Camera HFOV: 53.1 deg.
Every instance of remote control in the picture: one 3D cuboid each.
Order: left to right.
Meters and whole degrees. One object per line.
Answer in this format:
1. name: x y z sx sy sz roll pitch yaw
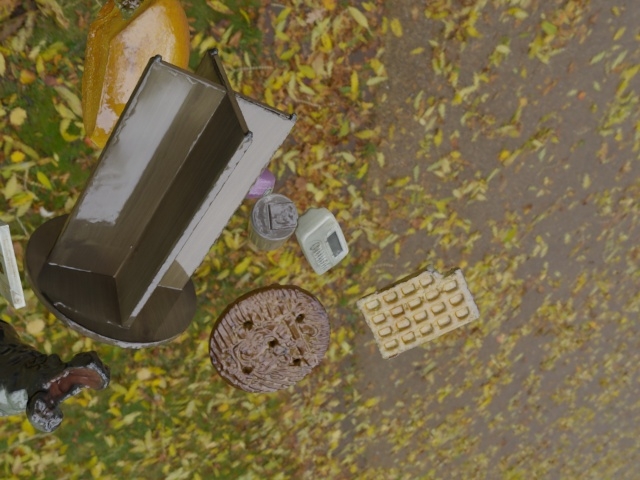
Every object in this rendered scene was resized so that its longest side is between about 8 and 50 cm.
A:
1. remote control: 0.001 0.001 1.305 0.090 0.049 0.230 -41 158 -7

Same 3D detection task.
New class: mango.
1. mango: -0.369 -0.342 1.267 0.199 0.201 0.350 14 78 -11

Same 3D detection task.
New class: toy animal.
1. toy animal: -0.502 0.229 1.053 0.168 0.343 0.106 -60 145 -30

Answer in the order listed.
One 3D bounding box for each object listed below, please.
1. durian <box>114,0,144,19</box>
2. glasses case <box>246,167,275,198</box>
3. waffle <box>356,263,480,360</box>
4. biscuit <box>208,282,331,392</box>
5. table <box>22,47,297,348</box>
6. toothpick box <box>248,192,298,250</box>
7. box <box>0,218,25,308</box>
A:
1. durian: -0.178 -0.313 0.583 0.144 0.252 0.139 2 133 -30
2. glasses case: -0.206 -0.142 1.040 0.123 0.316 0.076 -3 116 -52
3. waffle: 0.121 0.082 0.789 0.135 0.021 0.092 -27 102 1
4. biscuit: -0.072 0.149 0.947 0.187 0.027 0.188 -9 119 -16
5. table: -0.132 -0.042 0.556 0.167 0.167 0.227 10 128 -44
6. toothpick box: -0.116 -0.040 1.516 0.111 0.111 0.181 -31 176 -13
7. box: -0.600 0.039 1.218 0.024 0.090 0.167 -18 117 -37
